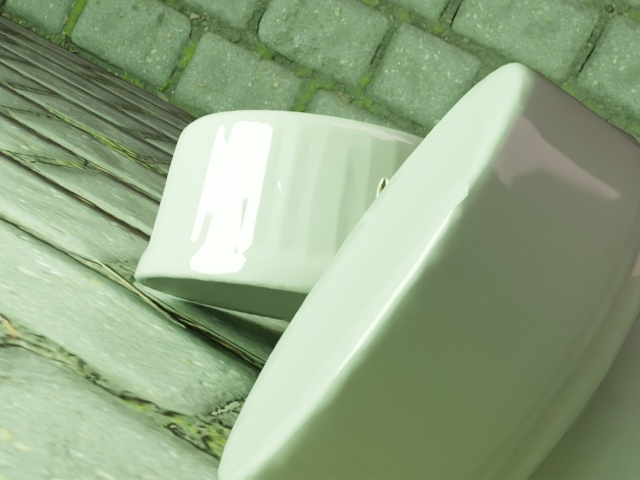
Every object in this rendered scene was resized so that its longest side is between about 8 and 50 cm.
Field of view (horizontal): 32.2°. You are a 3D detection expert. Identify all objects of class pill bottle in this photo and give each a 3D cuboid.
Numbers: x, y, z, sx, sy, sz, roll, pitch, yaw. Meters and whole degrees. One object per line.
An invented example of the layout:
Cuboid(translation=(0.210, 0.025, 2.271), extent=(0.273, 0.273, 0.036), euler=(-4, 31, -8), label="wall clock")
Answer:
Cuboid(translation=(0.172, 0.122, 0.423), extent=(0.392, 0.224, 0.224), euler=(36, 7, -6), label="pill bottle")

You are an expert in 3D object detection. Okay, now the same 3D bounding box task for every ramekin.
Cuboid(translation=(-0.001, -0.008, 0.897), extent=(0.277, 0.135, 0.277), euler=(9, -9, 1), label="ramekin")

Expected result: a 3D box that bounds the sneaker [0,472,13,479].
Cuboid(translation=(-0.079, 0.125, 0.340), extent=(0.086, 0.064, 0.192), euler=(20, 6, -14), label="sneaker")

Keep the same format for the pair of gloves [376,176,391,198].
Cuboid(translation=(0.109, 0.073, 0.771), extent=(0.042, 0.240, 0.204), euler=(-13, -21, 40), label="pair of gloves")
